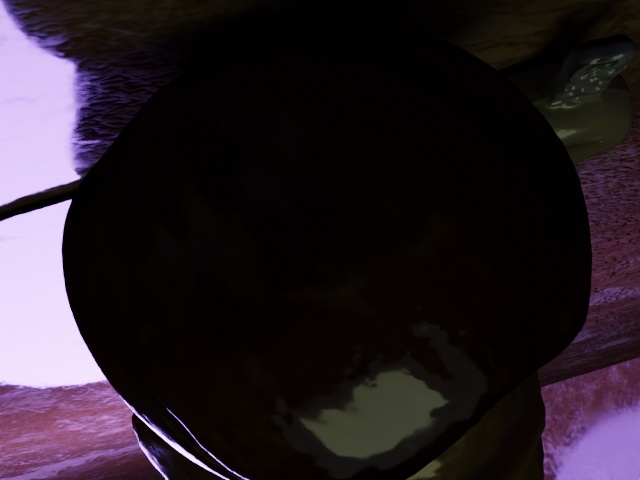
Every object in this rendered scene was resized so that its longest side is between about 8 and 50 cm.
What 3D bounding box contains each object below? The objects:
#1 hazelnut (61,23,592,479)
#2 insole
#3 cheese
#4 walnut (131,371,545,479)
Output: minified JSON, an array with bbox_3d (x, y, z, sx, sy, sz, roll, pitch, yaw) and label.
[{"bbox_3d":[0.000,0.000,0.752,0.234,0.218,0.218,-39,161,16],"label":"hazelnut"},{"bbox_3d":[-0.103,-0.028,0.886,0.188,0.004,0.064,-17,167,12],"label":"insole"},{"bbox_3d":[0.130,-0.071,0.876,0.092,0.047,0.171,-9,166,-31],"label":"cheese"},{"bbox_3d":[0.025,0.130,1.163,0.285,0.285,0.296,-16,132,4],"label":"walnut"}]
